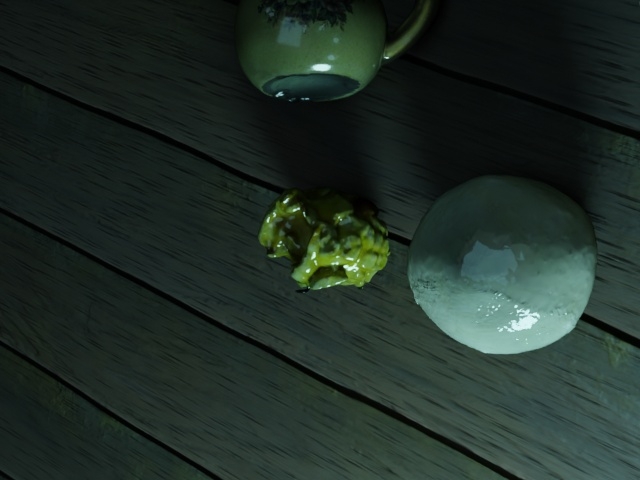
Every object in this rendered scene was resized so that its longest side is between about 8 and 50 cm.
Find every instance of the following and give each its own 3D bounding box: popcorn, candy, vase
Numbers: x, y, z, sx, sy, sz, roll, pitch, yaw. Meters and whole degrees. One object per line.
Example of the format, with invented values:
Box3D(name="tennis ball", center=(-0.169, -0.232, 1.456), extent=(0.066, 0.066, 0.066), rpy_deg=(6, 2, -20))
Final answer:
Box3D(name="popcorn", center=(0.002, -0.001, 1.727), extent=(0.218, 0.189, 0.170), rpy_deg=(10, 99, 30))
Box3D(name="candy", center=(0.260, 0.036, 1.573), extent=(0.295, 0.185, 0.296), rpy_deg=(0, 91, 34))
Box3D(name="vase", center=(0.027, -0.385, 1.672), extent=(0.329, 0.241, 0.303), rpy_deg=(-3, 81, 5))
